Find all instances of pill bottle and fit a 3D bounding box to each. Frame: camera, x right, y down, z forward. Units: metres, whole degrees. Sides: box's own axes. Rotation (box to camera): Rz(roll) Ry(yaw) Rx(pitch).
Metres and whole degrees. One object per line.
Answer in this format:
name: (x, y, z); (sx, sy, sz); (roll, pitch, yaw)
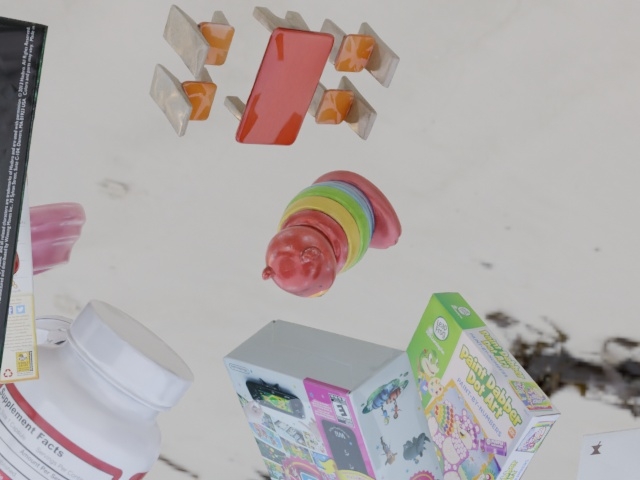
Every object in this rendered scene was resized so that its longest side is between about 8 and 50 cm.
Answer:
pill bottle: (-0.356, 0.286, 1.317); (0.229, 0.408, 0.229); (39, 179, 1)

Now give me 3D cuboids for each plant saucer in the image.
plant saucer: (-0.488, 0.028, 1.426); (0.332, 0.084, 0.332); (-15, 180, 0)

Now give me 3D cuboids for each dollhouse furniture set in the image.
dollhouse furniture set: (-0.024, -0.215, 1.129); (0.262, 0.135, 0.259); (-2, 130, -34)

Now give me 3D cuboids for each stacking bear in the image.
stacking bear: (0.000, 0.000, 1.656); (0.175, 0.289, 0.164); (-18, 103, 25)

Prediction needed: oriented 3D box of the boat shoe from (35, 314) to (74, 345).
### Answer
boat shoe: (-0.415, 0.180, 1.663); (0.258, 0.095, 0.084); (6, -175, 25)

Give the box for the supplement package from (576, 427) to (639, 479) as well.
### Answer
supplement package: (0.363, 0.313, 0.886); (0.199, 0.198, 0.263); (-17, 125, 37)

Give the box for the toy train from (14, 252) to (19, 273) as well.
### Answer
toy train: (-0.306, -0.023, 0.780); (0.105, 0.143, 0.248); (-23, 177, -24)

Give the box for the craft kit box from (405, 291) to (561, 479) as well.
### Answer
craft kit box: (0.191, 0.243, 1.401); (0.060, 0.250, 0.247); (3, 123, -34)

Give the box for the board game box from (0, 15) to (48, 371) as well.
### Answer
board game box: (-0.178, 0.044, 0.345); (0.136, 0.260, 0.030); (6, -174, -34)

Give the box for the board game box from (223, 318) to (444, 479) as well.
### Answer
board game box: (0.031, 0.259, 1.211); (0.224, 0.097, 0.304); (9, 126, 48)

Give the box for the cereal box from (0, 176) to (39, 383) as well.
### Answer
cereal box: (-0.331, 0.012, 1.065); (0.047, 0.240, 0.173); (-3, -171, -21)
